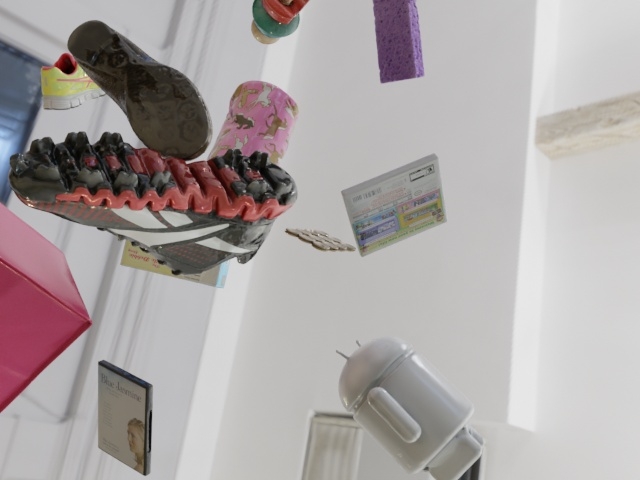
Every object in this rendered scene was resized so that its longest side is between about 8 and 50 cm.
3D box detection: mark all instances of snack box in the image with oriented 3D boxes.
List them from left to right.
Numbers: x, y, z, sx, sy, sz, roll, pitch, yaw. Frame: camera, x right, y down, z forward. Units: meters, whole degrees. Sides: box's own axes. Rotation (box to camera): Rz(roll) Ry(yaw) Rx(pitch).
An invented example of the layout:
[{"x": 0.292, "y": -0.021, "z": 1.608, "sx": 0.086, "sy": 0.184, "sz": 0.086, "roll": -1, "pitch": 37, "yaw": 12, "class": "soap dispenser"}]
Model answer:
[{"x": -0.409, "y": 0.014, "z": 1.937, "sx": 0.322, "sy": 0.060, "sz": 0.187, "roll": 11, "pitch": -94, "yaw": 18, "class": "snack box"}]

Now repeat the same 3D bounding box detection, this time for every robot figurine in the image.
[{"x": 0.179, "y": 0.346, "z": 1.429, "sx": 0.353, "sy": 0.300, "sz": 0.199, "roll": 44, "pitch": -85, "yaw": 17, "class": "robot figurine"}]

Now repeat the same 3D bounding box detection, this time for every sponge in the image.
[{"x": 0.165, "y": -0.448, "z": 1.447, "sx": 0.117, "sy": 0.031, "sz": 0.210, "roll": 5, "pitch": -75, "yaw": 55, "class": "sponge"}]

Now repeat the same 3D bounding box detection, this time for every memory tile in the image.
[{"x": 0.000, "y": 0.000, "z": 1.426, "sx": 0.113, "sy": 0.148, "sz": 0.012, "roll": 27, "pitch": -77, "yaw": 30, "class": "memory tile"}]

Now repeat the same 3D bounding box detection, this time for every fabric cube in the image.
[{"x": -0.551, "y": 0.089, "z": 1.028, "sx": 0.259, "sy": 0.254, "sz": 0.258, "roll": -44, "pitch": -141, "yaw": -4, "class": "fabric cube"}]

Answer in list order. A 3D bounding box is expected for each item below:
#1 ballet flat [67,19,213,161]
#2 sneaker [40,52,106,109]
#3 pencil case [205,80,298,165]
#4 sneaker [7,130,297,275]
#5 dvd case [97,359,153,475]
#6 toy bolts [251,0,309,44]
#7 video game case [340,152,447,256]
[{"x": -0.198, "y": -0.164, "z": 0.752, "sx": 0.084, "sy": 0.058, "sz": 0.250, "roll": -45, "pitch": -117, "yaw": -7, "class": "ballet flat"}, {"x": -0.470, "y": -0.322, "z": 1.314, "sx": 0.082, "sy": 0.094, "sz": 0.208, "roll": 0, "pitch": -154, "yaw": 14, "class": "sneaker"}, {"x": -0.180, "y": -0.165, "z": 1.469, "sx": 0.167, "sy": 0.160, "sz": 0.386, "roll": -32, "pitch": -147, "yaw": 55, "class": "pencil case"}, {"x": -0.161, "y": -0.026, "z": 0.663, "sx": 0.097, "sy": 0.276, "sz": 0.135, "roll": 56, "pitch": -48, "yaw": 43, "class": "sneaker"}, {"x": -0.485, "y": 0.437, "z": 1.664, "sx": 0.180, "sy": 0.022, "sz": 0.252, "roll": 17, "pitch": -70, "yaw": 31, "class": "dvd case"}, {"x": -0.114, "y": -0.461, "z": 1.183, "sx": 0.218, "sy": 0.228, "sz": 0.158, "roll": -48, "pitch": -171, "yaw": -24, "class": "toy bolts"}, {"x": 0.162, "y": -0.072, "z": 1.437, "sx": 0.213, "sy": 0.193, "sz": 0.023, "roll": -23, "pitch": -135, "yaw": -3, "class": "video game case"}]
